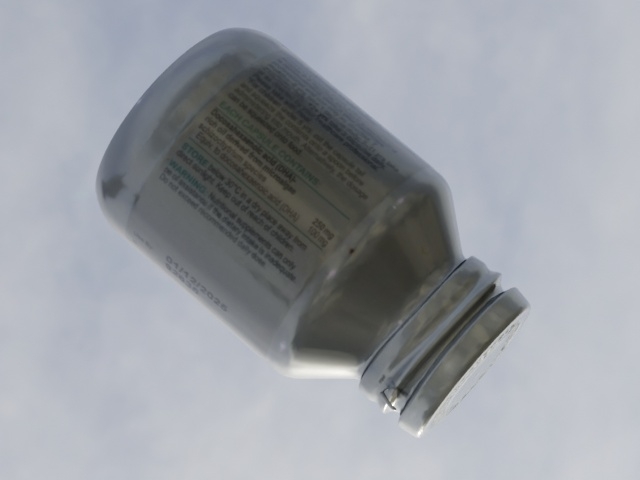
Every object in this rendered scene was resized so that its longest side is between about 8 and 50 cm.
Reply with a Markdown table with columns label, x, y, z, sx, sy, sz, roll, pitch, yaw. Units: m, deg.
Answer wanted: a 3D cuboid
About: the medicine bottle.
| label | x | y | z | sx | sy | sz | roll | pitch | yaw |
| --- | --- | --- | --- | --- | --- | --- | --- | --- | --- |
| medicine bottle | 0.000 | 0.000 | 0.991 | 0.135 | 0.215 | 0.135 | -48 | -12 | -13 |
